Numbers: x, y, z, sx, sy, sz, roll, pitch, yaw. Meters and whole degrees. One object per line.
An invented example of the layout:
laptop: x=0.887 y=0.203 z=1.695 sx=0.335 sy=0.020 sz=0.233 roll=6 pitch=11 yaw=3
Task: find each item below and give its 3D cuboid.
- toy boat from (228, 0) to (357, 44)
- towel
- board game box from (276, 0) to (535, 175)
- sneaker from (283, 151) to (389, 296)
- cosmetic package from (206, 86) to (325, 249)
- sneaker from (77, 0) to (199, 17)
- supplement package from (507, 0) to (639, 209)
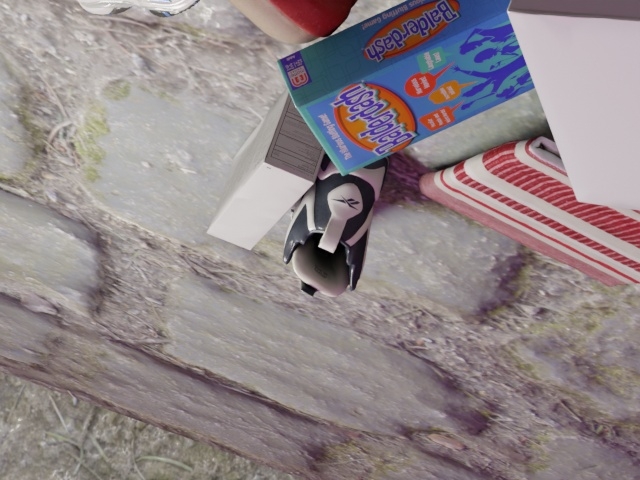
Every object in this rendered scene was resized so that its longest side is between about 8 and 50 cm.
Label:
toy boat: x=-0.032 y=-0.262 z=1.063 sx=0.151 sy=0.151 sz=0.231 roll=-32 pitch=133 yaw=25
towel: x=0.241 y=-0.026 z=1.373 sx=0.237 sy=0.037 sz=0.329 roll=25 pitch=171 yaw=-9
board game box: x=0.086 y=-0.136 z=1.149 sx=0.210 sy=0.047 sz=0.160 roll=-24 pitch=160 yaw=7
sneaker: x=0.000 y=0.000 z=1.583 sx=0.094 sy=0.153 sz=0.235 roll=25 pitch=158 yaw=-11
cosmetic package: x=-0.051 y=-0.073 z=1.531 sx=0.060 sy=0.099 sz=0.239 roll=24 pitch=158 yaw=-10
sneaker: x=-0.161 y=-0.241 z=1.253 sx=0.211 sy=0.080 sz=0.081 roll=-3 pitch=152 yaw=42
supplement package: x=0.273 y=-0.138 z=1.048 sx=0.204 sy=0.145 sz=0.262 roll=8 pitch=155 yaw=25
